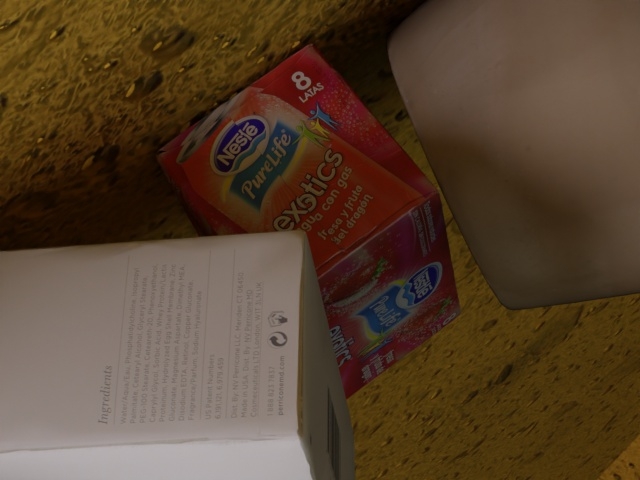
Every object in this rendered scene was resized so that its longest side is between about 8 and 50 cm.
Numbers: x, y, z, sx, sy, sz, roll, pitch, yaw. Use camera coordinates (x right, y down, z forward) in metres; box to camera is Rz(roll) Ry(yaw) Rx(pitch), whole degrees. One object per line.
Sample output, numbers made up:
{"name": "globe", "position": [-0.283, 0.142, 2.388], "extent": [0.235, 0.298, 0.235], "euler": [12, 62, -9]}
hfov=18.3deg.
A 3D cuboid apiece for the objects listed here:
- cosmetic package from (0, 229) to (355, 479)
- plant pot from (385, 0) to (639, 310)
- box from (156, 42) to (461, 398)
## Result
{"name": "cosmetic package", "position": [-0.103, 0.116, 1.114], "extent": [0.225, 0.138, 0.224], "euler": [-5, 143, 6]}
{"name": "plant pot", "position": [0.204, -0.096, 1.214], "extent": [0.280, 0.323, 0.323], "euler": [-24, 163, 9]}
{"name": "box", "position": [0.000, 0.000, 1.264], "extent": [0.123, 0.128, 0.257], "euler": [-37, 161, -6]}
